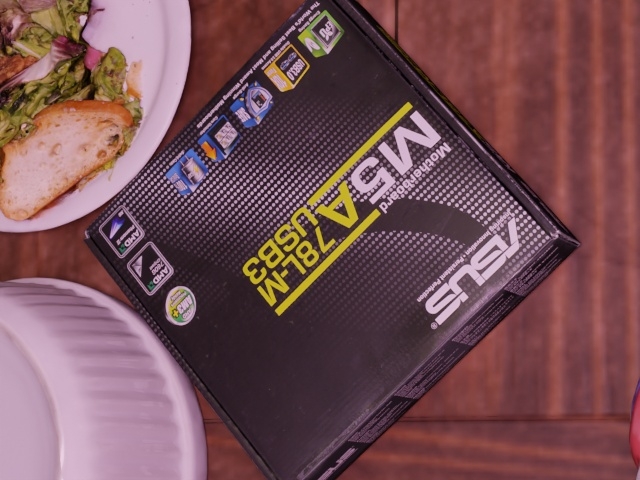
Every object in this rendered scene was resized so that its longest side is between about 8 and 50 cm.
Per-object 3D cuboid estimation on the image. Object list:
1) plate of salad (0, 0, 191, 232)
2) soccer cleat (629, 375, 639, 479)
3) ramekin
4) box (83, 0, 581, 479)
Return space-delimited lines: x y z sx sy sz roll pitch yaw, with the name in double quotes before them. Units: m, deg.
"plate of salad" -0.164 -0.104 0.937 0.200 0.048 0.200 -4 80 24
"soccer cleat" 0.285 0.059 0.687 0.318 0.108 0.116 -9 34 11
"ramekin" -0.172 0.117 0.870 0.207 0.109 0.207 -4 80 23
"box" 0.000 0.000 0.849 0.191 0.045 0.184 -44 65 12
